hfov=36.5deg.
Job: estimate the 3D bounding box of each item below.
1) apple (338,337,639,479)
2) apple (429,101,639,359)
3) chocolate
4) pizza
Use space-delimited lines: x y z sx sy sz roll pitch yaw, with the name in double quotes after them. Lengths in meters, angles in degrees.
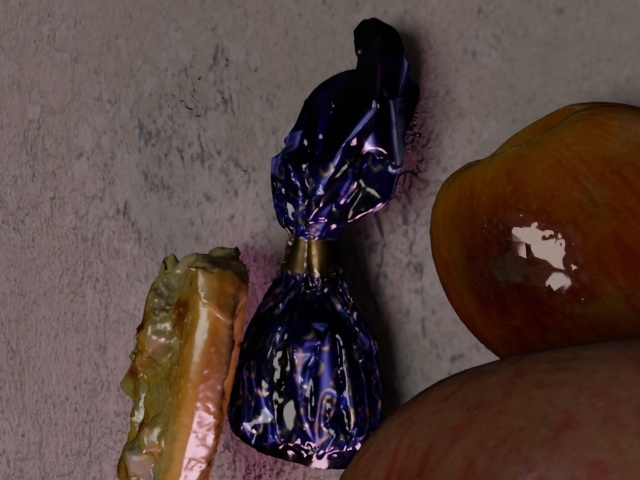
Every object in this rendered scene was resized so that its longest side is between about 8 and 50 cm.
0.153 0.195 0.522 0.345 0.345 0.269 3 67 42 "apple"
0.164 0.009 0.609 0.195 0.160 0.173 -24 101 47 "apple"
0.003 -0.004 0.767 0.148 0.126 0.343 -127 43 -78 "chocolate"
-0.122 0.115 0.827 0.223 0.089 0.323 -99 21 -56 "pizza"
